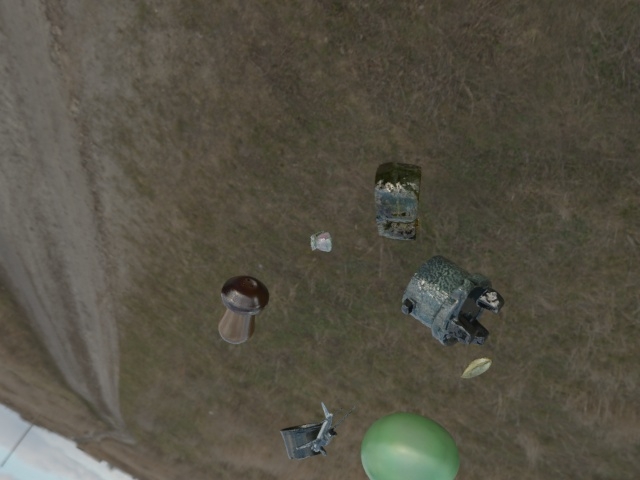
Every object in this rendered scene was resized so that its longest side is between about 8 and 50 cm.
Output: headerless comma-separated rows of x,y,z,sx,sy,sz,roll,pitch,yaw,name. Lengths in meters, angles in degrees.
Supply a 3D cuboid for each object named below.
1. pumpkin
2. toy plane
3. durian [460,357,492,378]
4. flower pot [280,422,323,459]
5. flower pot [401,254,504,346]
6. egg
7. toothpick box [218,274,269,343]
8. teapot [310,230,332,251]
0.241,-0.125,1.563,0.139,0.190,0.280,2,161,9,pumpkin
0.011,0.564,1.475,0.058,0.226,0.226,36,133,36,toy plane
0.544,0.451,1.756,0.052,0.130,0.066,62,179,0,durian
-0.060,0.718,1.803,0.157,0.107,0.157,-10,163,-3,flower pot
0.454,0.211,1.725,0.283,0.299,0.299,38,158,34,flower pot
0.244,0.589,1.388,0.270,0.220,0.220,-6,138,21,egg
-0.321,0.277,2.043,0.192,0.192,0.294,26,128,5,toothpick box
0.000,0.000,1.632,0.064,0.083,0.064,-4,131,-12,teapot
